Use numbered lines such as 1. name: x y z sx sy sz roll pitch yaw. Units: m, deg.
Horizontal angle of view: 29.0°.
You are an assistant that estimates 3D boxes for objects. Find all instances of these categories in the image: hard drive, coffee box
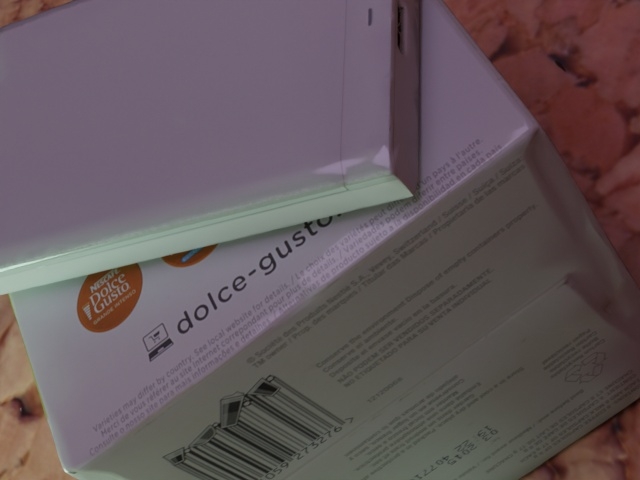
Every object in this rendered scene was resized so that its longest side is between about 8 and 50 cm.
1. hard drive: -0.086 -0.086 0.758 0.307 0.040 0.203 -13 57 26
2. coffee box: 0.000 0.000 0.903 0.337 0.338 0.334 -36 50 9
